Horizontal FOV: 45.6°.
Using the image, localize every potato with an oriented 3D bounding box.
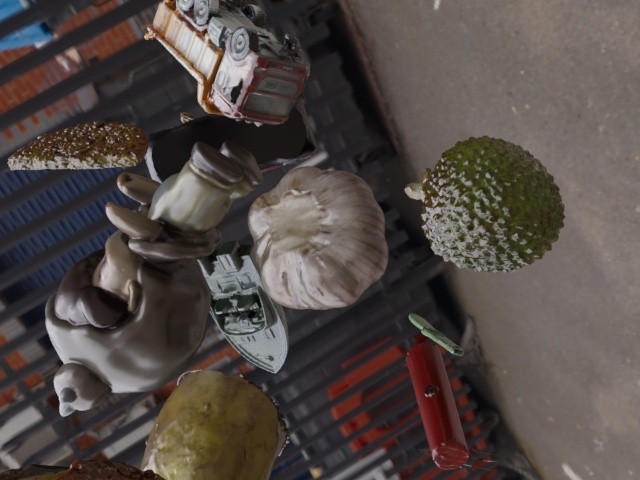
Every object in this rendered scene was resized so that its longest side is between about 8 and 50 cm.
[{"bbox_3d":[-0.182,0.365,1.143,0.229,0.266,0.229,15,137,14],"label":"potato"}]

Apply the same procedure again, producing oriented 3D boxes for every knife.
[{"bbox_3d":[0.204,0.169,1.403,0.043,0.020,0.293,21,-177,-13],"label":"knife"}]

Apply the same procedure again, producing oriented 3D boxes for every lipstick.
[{"bbox_3d":[0.216,0.300,1.425,0.280,0.073,0.073,-98,-17,-59],"label":"lipstick"}]

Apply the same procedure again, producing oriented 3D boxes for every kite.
[{"bbox_3d":[0.266,0.413,1.466,0.183,0.160,0.010,17,-101,-74],"label":"kite"}]

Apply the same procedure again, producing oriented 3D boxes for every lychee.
[{"bbox_3d":[0.320,-0.073,1.484,0.320,0.270,0.270,50,170,23],"label":"lychee"}]

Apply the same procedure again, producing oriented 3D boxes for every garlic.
[{"bbox_3d":[0.000,0.000,0.756,0.159,0.147,0.102,35,-176,40],"label":"garlic"}]

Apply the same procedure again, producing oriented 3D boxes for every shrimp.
[{"bbox_3d":[-0.199,-0.212,1.492,0.162,0.045,0.095,26,-169,-7],"label":"shrimp"}]

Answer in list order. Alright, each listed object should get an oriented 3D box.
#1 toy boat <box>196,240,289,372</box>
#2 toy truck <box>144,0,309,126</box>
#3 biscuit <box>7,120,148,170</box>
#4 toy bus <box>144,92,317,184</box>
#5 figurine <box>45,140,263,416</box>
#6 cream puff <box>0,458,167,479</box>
[{"bbox_3d":[-0.145,0.141,1.483,0.092,0.141,0.320,-71,-35,-52],"label":"toy boat"},{"bbox_3d":[-0.132,-0.259,1.047,0.270,0.114,0.135,47,122,37],"label":"toy truck"},{"bbox_3d":[-0.332,-0.138,1.079,0.126,0.206,0.025,-71,-24,-53],"label":"biscuit"},{"bbox_3d":[-0.160,-0.166,1.364,0.147,0.302,0.128,166,84,-79],"label":"toy bus"},{"bbox_3d":[-0.208,0.041,0.973,0.203,0.381,0.248,30,-159,-14],"label":"figurine"},{"bbox_3d":[-0.157,0.248,0.451,0.164,0.240,0.240,11,136,54],"label":"cream puff"}]
